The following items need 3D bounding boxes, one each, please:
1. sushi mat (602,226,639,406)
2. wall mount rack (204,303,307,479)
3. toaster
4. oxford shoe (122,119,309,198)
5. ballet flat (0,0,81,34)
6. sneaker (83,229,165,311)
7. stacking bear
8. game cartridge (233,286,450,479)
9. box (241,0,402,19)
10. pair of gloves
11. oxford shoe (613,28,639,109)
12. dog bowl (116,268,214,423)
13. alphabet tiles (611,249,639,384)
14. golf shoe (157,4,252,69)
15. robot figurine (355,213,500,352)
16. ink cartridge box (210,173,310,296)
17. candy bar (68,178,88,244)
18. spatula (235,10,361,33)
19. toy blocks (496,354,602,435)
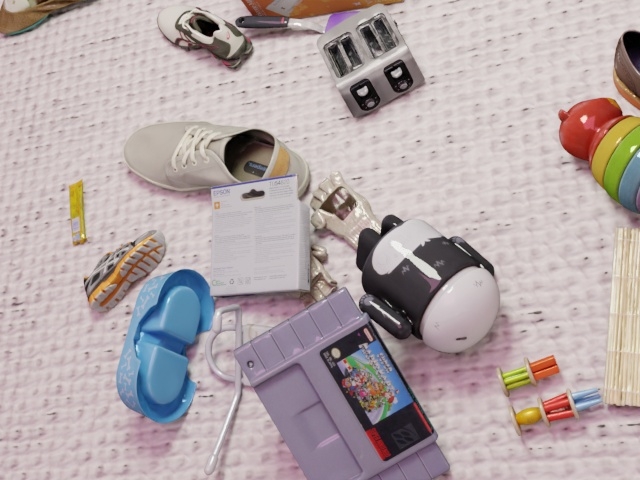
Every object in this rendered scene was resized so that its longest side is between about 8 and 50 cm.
[{"bbox_3d":[0.555,0.125,1.534,0.151,0.019,0.317,2,70,24],"label":"sushi mat"},{"bbox_3d":[-0.085,0.276,1.682,0.350,0.130,0.304,3,96,24],"label":"wall mount rack"},{"bbox_3d":[0.099,-0.370,1.882,0.168,0.110,0.186,-27,61,9],"label":"toaster"},{"bbox_3d":[-0.234,-0.181,1.929,0.449,0.130,0.169,13,76,27],"label":"oxford shoe"},{"bbox_3d":[-0.684,-0.616,2.293,0.342,0.124,0.116,-14,64,16],"label":"ballet flat"},{"bbox_3d":[-0.414,0.049,1.933,0.215,0.084,0.083,-43,55,2],"label":"sneaker"},{"bbox_3d":[0.534,-0.149,1.593,0.289,0.175,0.164,43,107,39],"label":"stacking bear"},{"bbox_3d":[0.039,0.281,1.561,0.230,0.068,0.355,-30,91,7],"label":"game cartridge"},{"bbox_3d":[-0.012,-0.608,1.965,0.345,0.215,0.168,-4,68,21],"label":"box"},{"bbox_3d":[0.000,0.000,1.807,0.240,0.042,0.204,-39,60,4],"label":"pair of gloves"},{"bbox_3d":[0.644,-0.235,1.591,0.130,0.133,0.363,-46,60,-2],"label":"oxford shoe"},{"bbox_3d":[-0.301,0.199,1.783,0.074,0.166,0.297,-1,68,34],"label":"dog bowl"},{"bbox_3d":[0.591,0.115,1.539,0.198,0.009,0.237,-16,63,15],"label":"alphabet tiles"},{"bbox_3d":[-0.274,-0.484,2.076,0.272,0.120,0.105,27,82,30],"label":"golf shoe"},{"bbox_3d":[0.184,0.075,1.630,0.278,0.173,0.209,40,94,30],"label":"robot figurine"},{"bbox_3d":[-0.119,-0.005,1.804,0.223,0.045,0.224,-5,81,34],"label":"ink cartridge box"},{"bbox_3d":[-0.540,-0.063,2.065,0.040,0.018,0.162,-20,63,17],"label":"candy bar"},{"bbox_3d":[-0.045,-0.468,2.013,0.296,0.030,0.084,7,71,12],"label":"spatula"},{"bbox_3d":[0.380,0.246,1.543,0.148,0.054,0.123,-20,63,13],"label":"toy blocks"}]
